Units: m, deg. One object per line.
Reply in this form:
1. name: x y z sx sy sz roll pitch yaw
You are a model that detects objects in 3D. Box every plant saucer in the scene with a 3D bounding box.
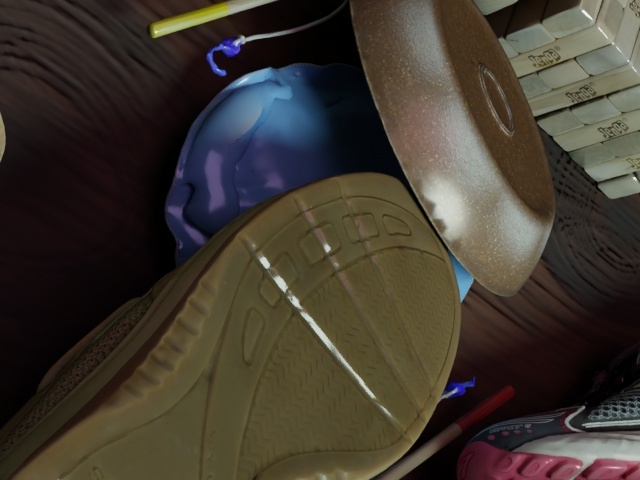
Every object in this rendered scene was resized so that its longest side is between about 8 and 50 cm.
1. plant saucer: 0.080 -0.069 0.649 0.198 0.036 0.199 49 28 -38

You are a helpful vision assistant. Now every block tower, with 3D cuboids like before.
1. block tower: 0.120 -0.168 0.727 0.335 0.091 0.097 39 56 -27

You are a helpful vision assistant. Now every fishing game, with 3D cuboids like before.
1. fishing game: 0.000 0.000 0.621 0.189 0.041 0.264 -30 102 -34

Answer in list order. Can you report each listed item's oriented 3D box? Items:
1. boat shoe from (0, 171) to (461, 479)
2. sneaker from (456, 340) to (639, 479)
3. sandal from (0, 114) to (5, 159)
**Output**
1. boat shoe: -0.058 0.073 0.492 0.341 0.110 0.122 -37 104 -47
2. sneaker: 0.189 0.113 0.714 0.299 0.121 0.112 -3 52 -39
3. sandal: -0.196 -0.121 0.459 0.240 0.079 0.088 52 52 -18
